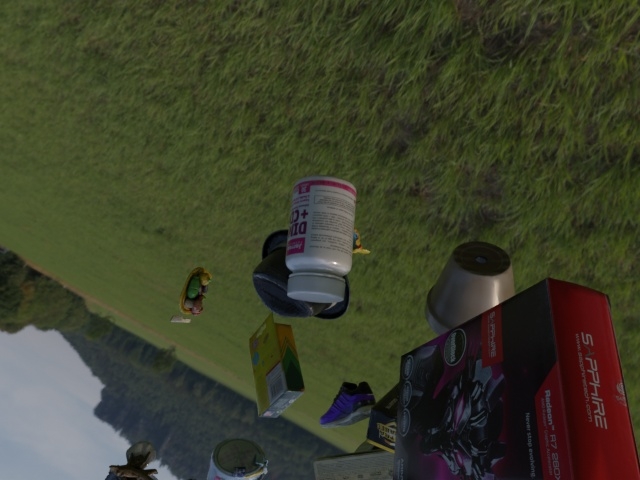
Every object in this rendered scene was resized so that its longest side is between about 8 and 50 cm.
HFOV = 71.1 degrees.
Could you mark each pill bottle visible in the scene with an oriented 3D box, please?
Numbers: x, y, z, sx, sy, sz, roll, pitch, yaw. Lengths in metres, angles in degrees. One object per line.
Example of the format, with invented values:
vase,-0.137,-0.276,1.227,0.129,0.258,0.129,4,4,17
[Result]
pill bottle,0.000,0.000,1.083,0.160,0.283,0.160,4,163,1

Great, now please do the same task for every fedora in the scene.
fedora,-0.082,0.132,1.317,0.334,0.152,0.334,23,130,30

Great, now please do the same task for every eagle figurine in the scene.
eagle figurine,-0.668,0.873,1.532,0.225,0.298,0.226,-6,-145,-41

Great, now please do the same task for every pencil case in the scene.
pencil case,-0.202,0.580,1.000,0.124,0.273,0.113,10,-164,-19

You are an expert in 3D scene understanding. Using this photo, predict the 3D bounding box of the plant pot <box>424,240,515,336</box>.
plant pot,0.541,0.169,1.561,0.323,0.323,0.280,19,133,26

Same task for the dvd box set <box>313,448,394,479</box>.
dvd box set,0.158,0.803,1.221,0.307,0.420,0.062,-16,160,15

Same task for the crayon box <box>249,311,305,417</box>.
crayon box,-0.167,0.446,1.629,0.081,0.318,0.202,16,130,-33

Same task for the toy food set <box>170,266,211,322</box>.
toy food set,-0.446,0.208,1.634,0.071,0.218,0.128,14,166,21

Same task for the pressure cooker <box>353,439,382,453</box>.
pressure cooker,0.288,0.889,1.645,0.370,0.375,0.420,-5,155,-14

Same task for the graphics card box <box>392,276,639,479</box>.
graphics card box,0.226,0.230,0.615,0.094,0.233,0.371,17,148,-11

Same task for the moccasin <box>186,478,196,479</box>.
moccasin,-0.409,0.688,1.077,0.147,0.139,0.380,60,-178,26

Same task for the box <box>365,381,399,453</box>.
box,0.277,0.382,0.960,0.257,0.079,0.322,13,-173,27

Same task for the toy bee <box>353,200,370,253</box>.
toy bee,0.098,0.012,1.572,0.195,0.298,0.162,25,159,43

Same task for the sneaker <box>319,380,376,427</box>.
sneaker,0.100,0.619,1.711,0.102,0.146,0.293,15,140,-39
